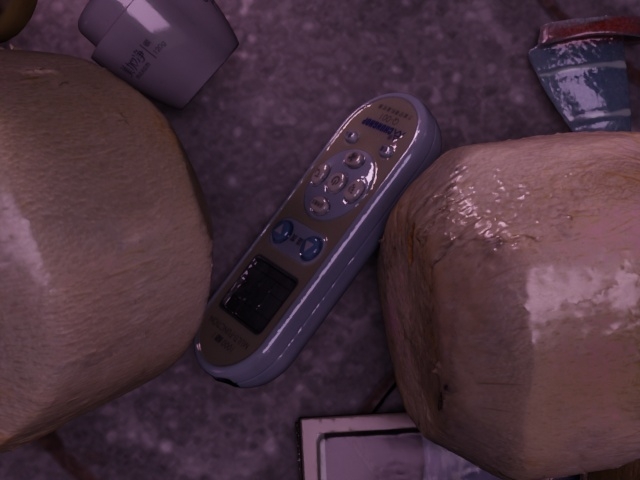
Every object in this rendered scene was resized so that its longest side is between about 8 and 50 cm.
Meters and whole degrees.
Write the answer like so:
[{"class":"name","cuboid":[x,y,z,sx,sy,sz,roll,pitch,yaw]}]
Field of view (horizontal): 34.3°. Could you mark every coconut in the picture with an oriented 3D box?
[{"class":"coconut","cuboid":[0.163,0.035,0.682,0.230,0.227,0.227,-8,88,-11]},{"class":"coconut","cuboid":[-0.203,0.003,0.613,0.245,0.247,0.245,4,97,31]}]

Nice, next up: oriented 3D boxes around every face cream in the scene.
[{"class":"face cream","cuboid":[-0.113,-0.146,0.725,0.095,0.091,0.091,42,84,-10]}]

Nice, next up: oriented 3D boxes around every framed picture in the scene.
[{"class":"framed picture","cuboid":[0.114,0.215,0.768,0.260,0.023,0.189,-2,86,-7]}]

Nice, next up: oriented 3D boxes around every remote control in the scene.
[{"class":"remote control","cuboid":[0.000,0.000,0.736,0.244,0.087,0.047,-53,133,-5]}]

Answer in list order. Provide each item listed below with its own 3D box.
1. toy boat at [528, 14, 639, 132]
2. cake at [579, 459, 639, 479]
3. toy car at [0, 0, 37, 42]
[{"class":"toy boat","cuboid":[0.208,-0.107,0.787,0.096,0.034,0.122,-4,89,-1]},{"class":"cake","cuboid":[0.227,0.158,0.714,0.052,0.121,0.065,21,75,-12]},{"class":"toy car","cuboid":[-0.230,-0.262,0.599,0.336,0.242,0.226,-28,86,24]}]
